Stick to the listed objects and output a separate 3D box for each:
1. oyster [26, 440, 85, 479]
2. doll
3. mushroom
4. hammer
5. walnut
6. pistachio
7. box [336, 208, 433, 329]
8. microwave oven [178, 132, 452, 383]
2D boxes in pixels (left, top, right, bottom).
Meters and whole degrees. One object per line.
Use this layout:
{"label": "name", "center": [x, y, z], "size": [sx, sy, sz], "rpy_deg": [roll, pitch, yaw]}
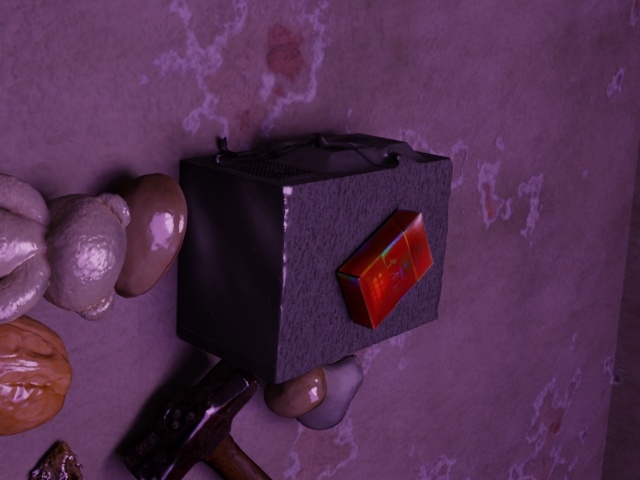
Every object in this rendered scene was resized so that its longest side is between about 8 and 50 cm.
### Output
{"label": "oyster", "center": [-0.386, 0.373, 1.275], "size": [0.103, 0.051, 0.148], "rpy_deg": [-19, 107, -53]}
{"label": "doll", "center": [-0.390, 0.007, 1.086], "size": [0.278, 0.149, 0.175], "rpy_deg": [8, 96, -36]}
{"label": "mushroom", "center": [-0.009, 0.262, 1.559], "size": [0.329, 0.122, 0.159], "rpy_deg": [45, 60, -71]}
{"label": "hammer", "center": [-0.157, 0.382, 1.501], "size": [0.242, 0.095, 0.409], "rpy_deg": [-44, 140, -14]}
{"label": "walnut", "center": [-0.411, 0.168, 1.091], "size": [0.206, 0.159, 0.159], "rpy_deg": [19, 88, -50]}
{"label": "pistachio", "center": [-0.258, -0.009, 1.237], "size": [0.108, 0.126, 0.185], "rpy_deg": [-4, 114, -82]}
{"label": "box", "center": [0.107, 0.044, 1.368], "size": [0.175, 0.048, 0.112], "rpy_deg": [-45, 132, -31]}
{"label": "microwave oven", "center": [0.000, 0.000, 1.453], "size": [0.432, 0.236, 0.374], "rpy_deg": [-15, 113, -47]}
